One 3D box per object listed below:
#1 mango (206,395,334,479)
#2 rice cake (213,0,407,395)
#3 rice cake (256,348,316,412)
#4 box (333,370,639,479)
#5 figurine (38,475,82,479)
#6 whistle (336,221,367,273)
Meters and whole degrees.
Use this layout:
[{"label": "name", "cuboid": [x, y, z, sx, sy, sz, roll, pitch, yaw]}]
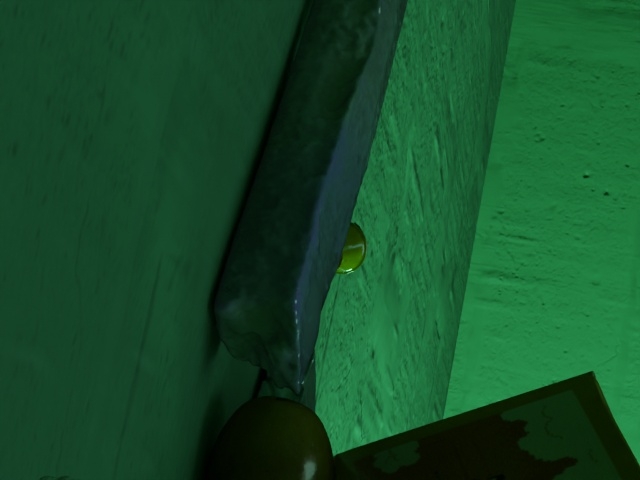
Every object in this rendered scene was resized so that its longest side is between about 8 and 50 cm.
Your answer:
[{"label": "mango", "cuboid": [-0.038, 0.191, 1.163, 0.102, 0.084, 0.184, -81, 180, -73]}, {"label": "rice cake", "cuboid": [0.000, -0.076, 1.203, 0.070, 0.064, 0.399, 73, 25, -49]}, {"label": "rice cake", "cuboid": [-0.031, 0.187, 1.350, 0.211, 0.038, 0.124, 89, 13, -50]}, {"label": "box", "cuboid": [0.148, 0.293, 1.181, 0.259, 0.213, 0.284, -106, 179, -58]}, {"label": "figurine", "cuboid": [-0.046, 0.151, 0.599, 0.185, 0.234, 0.127, 29, 66, -81]}, {"label": "whistle", "cuboid": [0.005, 0.001, 1.390, 0.057, 0.046, 0.109, -68, 167, 7]}]
